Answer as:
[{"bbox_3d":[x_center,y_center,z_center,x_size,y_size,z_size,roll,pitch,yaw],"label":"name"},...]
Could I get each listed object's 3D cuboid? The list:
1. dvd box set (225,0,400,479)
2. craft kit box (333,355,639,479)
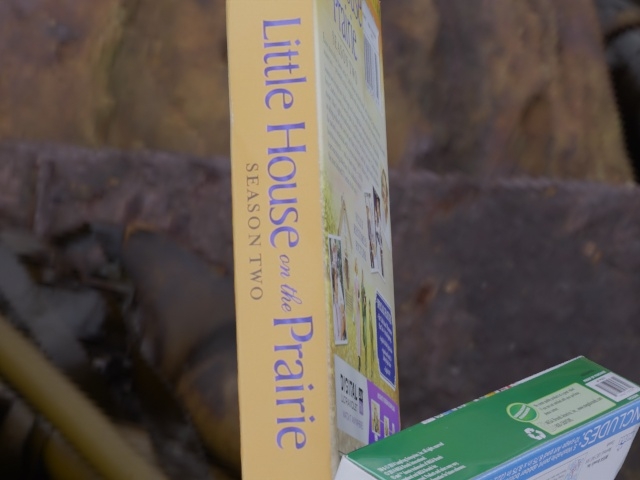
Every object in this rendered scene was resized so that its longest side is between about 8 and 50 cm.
[{"bbox_3d":[0.000,0.000,1.258,0.062,0.307,0.420,-4,79,9],"label":"dvd box set"},{"bbox_3d":[0.063,0.200,1.043,0.061,0.246,0.250,28,23,29],"label":"craft kit box"}]
